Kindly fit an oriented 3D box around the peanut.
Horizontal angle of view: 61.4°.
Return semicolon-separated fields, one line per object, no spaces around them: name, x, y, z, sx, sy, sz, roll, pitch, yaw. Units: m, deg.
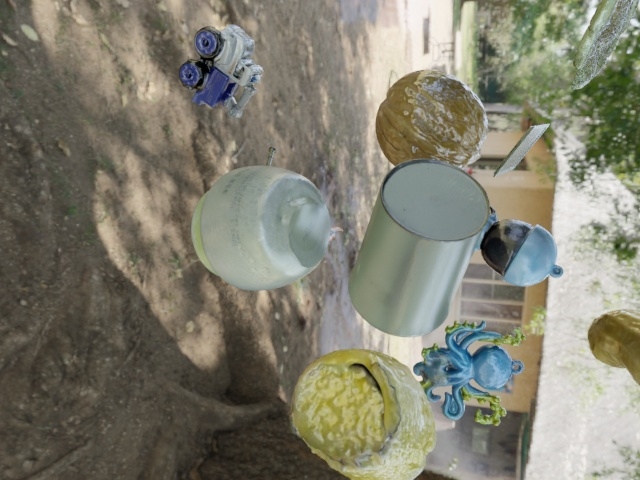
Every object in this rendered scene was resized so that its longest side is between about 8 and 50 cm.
peanut;0.640;0.218;1.068;0.305;0.146;0.147;-127;-144;-75

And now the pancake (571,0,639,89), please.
pancake;0.591;-0.435;1.108;0.253;0.037;0.254;-40;151;-27

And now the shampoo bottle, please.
shampoo bottle;-0.148;-0.033;1.383;0.322;0.317;0.323;9;78;-47

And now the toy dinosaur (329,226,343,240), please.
toy dinosaur;-0.003;-0.006;1.729;0.279;0.101;0.055;-35;101;-49

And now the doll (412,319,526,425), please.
doll;0.463;0.406;1.697;0.099;0.341;0.346;-39;127;-69

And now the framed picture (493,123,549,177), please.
framed picture;0.479;-0.218;1.284;0.183;0.011;0.142;-22;150;-55

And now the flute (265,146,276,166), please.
flute;-0.163;-0.203;1.614;0.233;0.027;0.027;-82;167;-45

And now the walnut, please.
walnut;0.323;-0.327;1.567;0.333;0.332;0.333;4;90;-75

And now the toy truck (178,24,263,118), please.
toy truck;-0.241;-0.435;1.385;0.213;0.177;0.161;-53;176;27

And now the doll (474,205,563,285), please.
doll;0.501;0.014;1.450;0.177;0.314;0.141;-53;155;-9

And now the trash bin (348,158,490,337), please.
trash bin;0.226;0.040;1.319;0.432;0.280;0.281;98;6;-51

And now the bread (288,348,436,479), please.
bread;0.061;0.252;0.770;0.170;0.197;0.197;40;54;-59
